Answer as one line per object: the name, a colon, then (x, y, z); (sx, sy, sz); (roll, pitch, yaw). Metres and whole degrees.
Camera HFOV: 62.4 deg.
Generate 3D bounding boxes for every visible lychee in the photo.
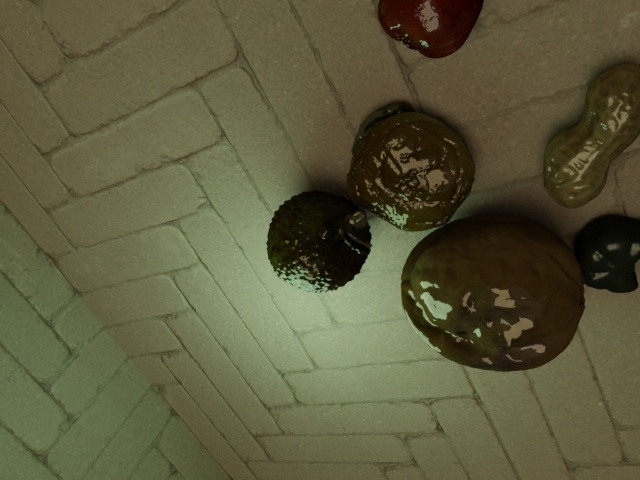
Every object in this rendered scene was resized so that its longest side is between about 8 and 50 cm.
lychee: (-0.004, 0.004, 1.300); (0.270, 0.269, 0.320); (21, 156, 8)

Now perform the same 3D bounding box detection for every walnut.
walnut: (0.390, 0.114, 1.189); (0.384, 0.383, 0.383); (12, 128, 15)

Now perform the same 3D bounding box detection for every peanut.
peanut: (0.530, -0.199, 1.029); (0.136, 0.120, 0.298); (20, 127, 2)

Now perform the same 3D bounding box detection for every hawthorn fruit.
hawthorn fruit: (0.209, -0.442, 0.957); (0.185, 0.185, 0.202); (34, 115, -3)

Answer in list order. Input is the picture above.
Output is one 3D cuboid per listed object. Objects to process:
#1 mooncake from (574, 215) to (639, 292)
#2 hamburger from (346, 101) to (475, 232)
mooncake: (0.650, 0.036, 1.160); (0.169, 0.104, 0.175); (-25, 115, 29)
hamburger: (0.196, -0.155, 1.194); (0.285, 0.134, 0.265); (25, 132, 2)
